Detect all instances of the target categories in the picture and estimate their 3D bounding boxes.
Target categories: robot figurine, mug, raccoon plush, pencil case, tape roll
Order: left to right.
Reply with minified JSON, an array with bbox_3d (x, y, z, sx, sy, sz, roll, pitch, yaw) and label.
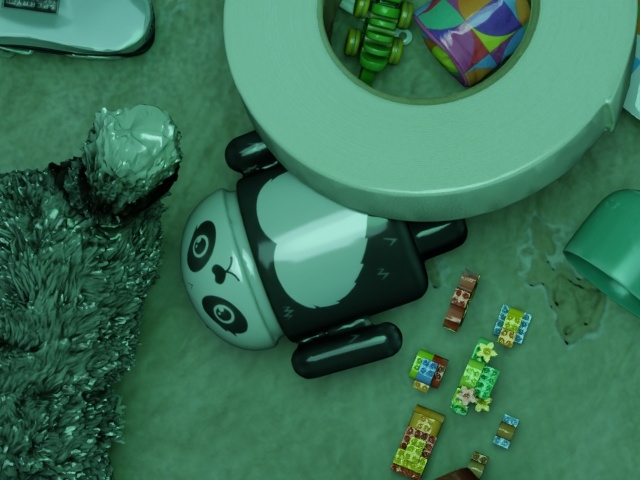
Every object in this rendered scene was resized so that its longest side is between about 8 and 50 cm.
[{"bbox_3d":[-0.250,0.082,1.796,0.216,0.446,0.299,4,72,-7],"label":"raccoon plush"},{"bbox_3d":[0.000,0.002,1.886,0.278,0.173,0.209,-19,43,4],"label":"robot figurine"},{"bbox_3d":[0.104,-0.205,1.822,0.392,0.072,0.392,-3,68,8],"label":"tape roll"},{"bbox_3d":[0.205,-0.256,1.931,0.236,0.104,0.104,-38,82,-1],"label":"pencil case"},{"bbox_3d":[0.319,0.016,1.888,0.129,0.158,0.097,36,86,32],"label":"mug"}]

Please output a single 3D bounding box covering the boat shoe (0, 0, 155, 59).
[{"bbox_3d":[-0.318,-0.244,1.978,0.306,0.105,0.113,6,82,0],"label":"boat shoe"}]

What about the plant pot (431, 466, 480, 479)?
[{"bbox_3d":[0.112,0.364,1.814,0.267,0.267,0.236,-26,72,3],"label":"plant pot"}]

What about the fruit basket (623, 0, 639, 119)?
[{"bbox_3d":[0.462,-0.221,1.868,0.327,0.165,0.353,40,93,8],"label":"fruit basket"}]

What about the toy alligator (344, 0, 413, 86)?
[{"bbox_3d":[0.066,-0.235,1.937,0.056,0.051,0.190,12,105,-8],"label":"toy alligator"}]

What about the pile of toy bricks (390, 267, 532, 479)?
[{"bbox_3d":[0.144,0.141,1.895,0.118,0.105,0.212,21,88,7],"label":"pile of toy bricks"}]

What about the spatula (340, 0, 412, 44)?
[{"bbox_3d":[0.021,-0.309,1.950,0.242,0.019,0.168,30,102,-12],"label":"spatula"}]
